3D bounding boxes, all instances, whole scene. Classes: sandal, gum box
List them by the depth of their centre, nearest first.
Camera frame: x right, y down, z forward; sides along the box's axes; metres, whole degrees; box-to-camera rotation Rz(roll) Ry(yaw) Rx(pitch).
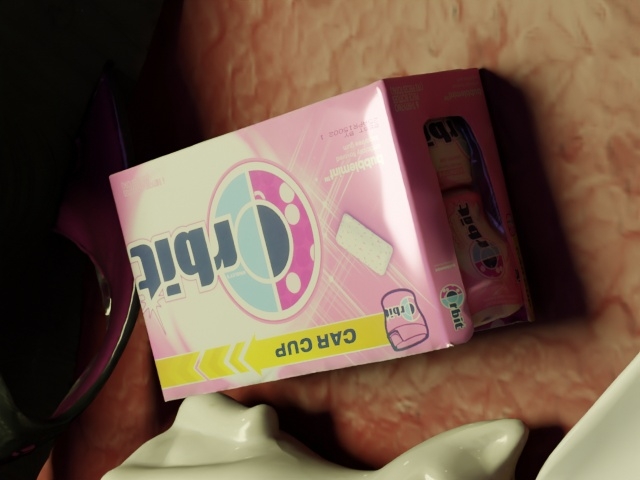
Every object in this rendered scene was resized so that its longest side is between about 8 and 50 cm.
[{"bbox_3d":[0.000,0.000,0.726,0.188,0.062,0.107,-15,88,45],"label":"gum box"},{"bbox_3d":[-0.147,-0.015,0.791,0.107,0.167,0.446,37,122,38],"label":"sandal"}]

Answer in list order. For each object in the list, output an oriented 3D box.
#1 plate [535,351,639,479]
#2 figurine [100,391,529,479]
[{"bbox_3d":[0.227,0.101,0.541,0.278,0.045,0.277,50,130,24],"label":"plate"},{"bbox_3d":[0.015,0.175,0.745,0.209,0.092,0.215,-4,95,37],"label":"figurine"}]
